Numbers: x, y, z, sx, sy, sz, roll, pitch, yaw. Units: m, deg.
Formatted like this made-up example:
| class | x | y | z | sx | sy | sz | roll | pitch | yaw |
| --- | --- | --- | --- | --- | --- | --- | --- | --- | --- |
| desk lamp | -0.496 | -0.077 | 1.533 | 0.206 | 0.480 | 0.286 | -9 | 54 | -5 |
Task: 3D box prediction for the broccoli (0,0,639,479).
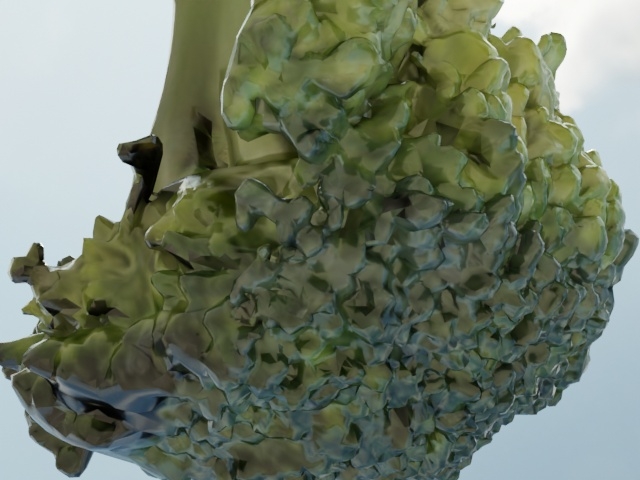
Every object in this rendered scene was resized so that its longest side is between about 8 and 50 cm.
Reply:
| class | x | y | z | sx | sy | sz | roll | pitch | yaw |
| --- | --- | --- | --- | --- | --- | --- | --- | --- | --- |
| broccoli | -0.019 | -0.023 | 0.502 | 0.247 | 0.263 | 0.243 | -17 | -118 | 12 |
